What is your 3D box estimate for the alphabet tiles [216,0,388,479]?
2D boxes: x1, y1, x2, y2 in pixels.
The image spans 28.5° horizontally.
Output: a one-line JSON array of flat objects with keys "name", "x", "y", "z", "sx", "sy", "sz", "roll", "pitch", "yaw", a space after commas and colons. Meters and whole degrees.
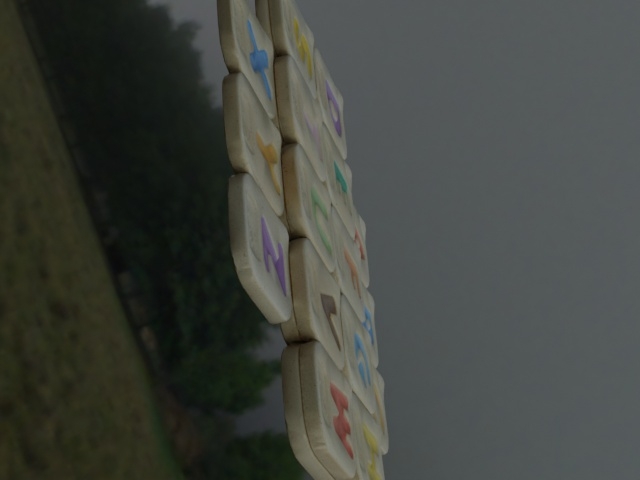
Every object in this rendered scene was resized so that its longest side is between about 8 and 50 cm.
[{"name": "alphabet tiles", "x": 0.000, "y": 0.000, "z": 0.688, "sx": 0.278, "sy": 0.021, "sz": 0.284, "roll": 61, "pitch": 20, "yaw": -58}]
